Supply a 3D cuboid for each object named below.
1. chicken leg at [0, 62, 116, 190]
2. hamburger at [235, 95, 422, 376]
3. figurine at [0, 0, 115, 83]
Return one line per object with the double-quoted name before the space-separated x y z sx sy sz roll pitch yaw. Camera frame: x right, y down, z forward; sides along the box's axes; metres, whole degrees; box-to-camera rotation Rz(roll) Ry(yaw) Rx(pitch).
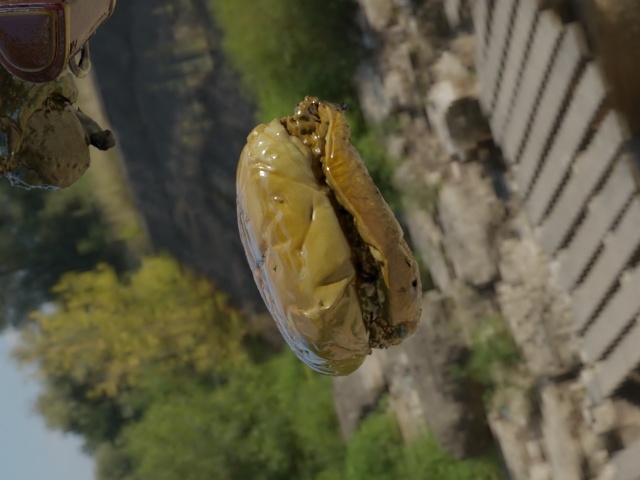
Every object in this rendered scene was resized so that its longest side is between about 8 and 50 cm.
"chicken leg" -0.467 -0.217 2.174 0.361 0.211 0.140 53 156 -12
"hamburger" 0.000 0.000 1.685 0.318 0.158 0.319 161 90 -83
"figurine" -0.217 -0.188 1.322 0.154 0.082 0.098 -64 -34 -55
